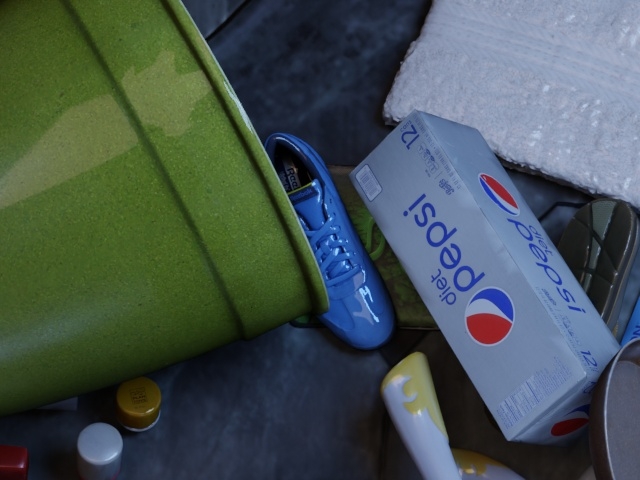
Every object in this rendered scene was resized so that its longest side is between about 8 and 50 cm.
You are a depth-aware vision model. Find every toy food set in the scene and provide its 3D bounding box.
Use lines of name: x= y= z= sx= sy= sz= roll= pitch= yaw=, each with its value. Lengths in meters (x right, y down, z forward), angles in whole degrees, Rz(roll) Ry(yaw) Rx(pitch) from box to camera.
toy food set: x=-0.259 y=0.169 z=1.549 sx=0.232 sy=0.104 sz=0.111 roll=3 pitch=60 yaw=-7

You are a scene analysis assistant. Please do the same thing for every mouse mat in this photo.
mouse mat: x=0.066 y=0.005 z=1.567 sx=0.190 sy=0.007 sz=0.152 roll=1 pitch=74 yaw=10

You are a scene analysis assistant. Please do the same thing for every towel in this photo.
towel: x=0.210 y=-0.143 z=1.558 sx=0.282 sy=0.049 sz=0.187 roll=20 pitch=78 yaw=17

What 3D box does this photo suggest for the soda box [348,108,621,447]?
soda box: x=0.141 y=0.030 z=1.450 sx=0.091 sy=0.098 sz=0.286 roll=-45 pitch=58 yaw=24

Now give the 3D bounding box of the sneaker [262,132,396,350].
sneaker: x=0.000 y=0.000 z=1.535 sx=0.069 sy=0.082 sz=0.209 roll=-26 pitch=73 yaw=0

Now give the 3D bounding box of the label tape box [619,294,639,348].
label tape box: x=0.426 y=0.055 z=1.412 sx=0.348 sy=0.115 sz=0.249 roll=10 pitch=73 yaw=53

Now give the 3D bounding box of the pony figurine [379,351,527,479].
pony figurine: x=0.092 y=0.311 z=1.361 sx=0.351 sy=0.303 sz=0.363 roll=-41 pitch=56 yaw=-12

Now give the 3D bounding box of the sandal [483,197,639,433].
sandal: x=0.213 y=0.070 z=1.491 sx=0.090 sy=0.060 sz=0.219 roll=23 pitch=91 yaw=40

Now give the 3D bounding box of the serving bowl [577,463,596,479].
serving bowl: x=0.248 y=0.218 z=1.462 sx=0.083 sy=0.027 sz=0.083 roll=-3 pitch=75 yaw=10

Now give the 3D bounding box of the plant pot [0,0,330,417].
plant pot: x=-0.234 y=-0.017 z=1.417 sx=0.353 sy=0.366 sz=0.366 roll=-29 pitch=71 yaw=-6

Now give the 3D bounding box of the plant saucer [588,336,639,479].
plant saucer: x=0.249 y=0.159 z=1.347 sx=0.029 sy=0.168 sz=0.168 roll=-13 pitch=70 yaw=35
